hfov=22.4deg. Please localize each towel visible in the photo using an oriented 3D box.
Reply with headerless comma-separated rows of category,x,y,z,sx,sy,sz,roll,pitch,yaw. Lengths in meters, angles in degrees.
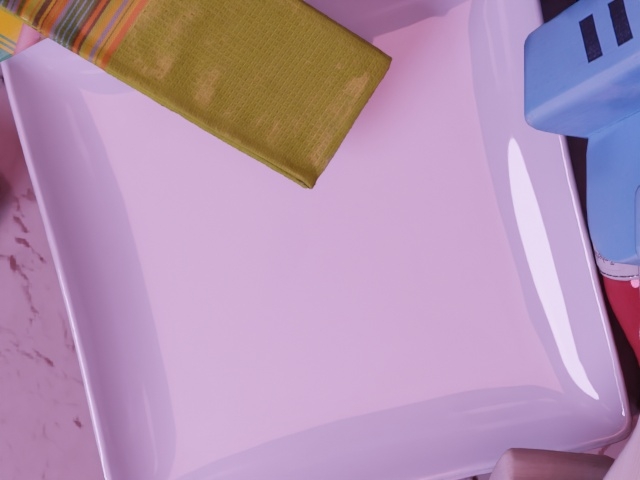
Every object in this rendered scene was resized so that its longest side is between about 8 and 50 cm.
towel,-0.077,-0.128,0.972,0.237,0.021,0.102,30,100,-19

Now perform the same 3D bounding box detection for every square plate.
square plate,0.000,0.000,1.052,0.344,0.049,0.347,-13,95,-1

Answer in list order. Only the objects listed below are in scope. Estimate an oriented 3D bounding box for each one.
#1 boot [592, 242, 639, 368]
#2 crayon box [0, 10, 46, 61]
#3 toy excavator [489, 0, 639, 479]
boot,0.312,0.033,1.059,0.244,0.088,0.176,-22,107,-6
crayon box,-0.171,-0.224,0.978,0.278,0.081,0.165,-29,121,-2
toy excavator,0.209,-0.006,0.844,0.222,0.433,0.445,8,74,-21
